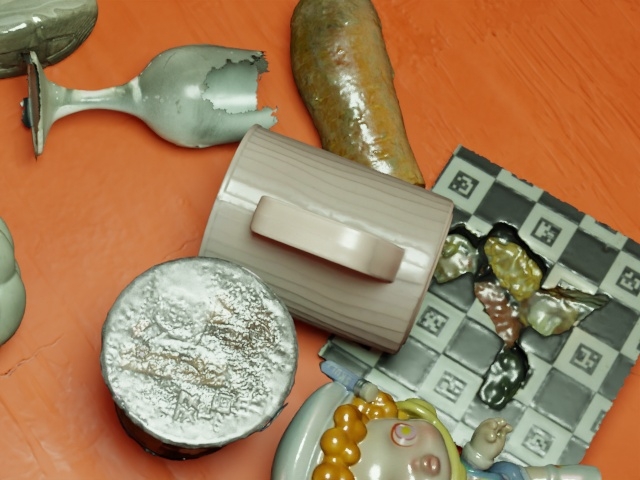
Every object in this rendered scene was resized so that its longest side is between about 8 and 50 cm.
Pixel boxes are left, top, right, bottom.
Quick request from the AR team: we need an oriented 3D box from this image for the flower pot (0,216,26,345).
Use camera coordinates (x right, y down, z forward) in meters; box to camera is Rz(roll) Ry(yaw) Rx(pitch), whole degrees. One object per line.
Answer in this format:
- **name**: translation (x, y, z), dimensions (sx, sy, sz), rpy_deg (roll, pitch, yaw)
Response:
- **flower pot**: translation (-0.457, 0.052, 1.365), dimensions (0.246, 0.195, 0.246), rpy_deg (4, 69, -11)

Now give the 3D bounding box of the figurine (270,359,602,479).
- **figurine**: translation (0.127, 0.305, 1.379), dimensions (0.381, 0.205, 0.225), rpy_deg (21, 63, -1)

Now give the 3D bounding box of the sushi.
- **sushi**: translation (0.233, 0.103, 1.556), dimensions (0.343, 0.064, 0.359), rpy_deg (31, 71, 11)

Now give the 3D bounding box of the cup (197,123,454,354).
- **cup**: translation (0.006, -0.015, 1.418), dimensions (0.273, 0.288, 0.208), rpy_deg (21, 62, 4)

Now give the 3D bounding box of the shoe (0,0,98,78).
- **shoe**: translation (-0.465, -0.312, 1.533), dimensions (0.342, 0.132, 0.211), rpy_deg (-15, 76, -13)

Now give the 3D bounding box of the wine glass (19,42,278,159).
- **wine glass**: translation (-0.217, -0.181, 1.533), dimensions (0.321, 0.143, 0.143), rpy_deg (-7, 71, -15)

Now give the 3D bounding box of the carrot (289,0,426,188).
- **carrot**: translation (0.042, -0.188, 1.588), dimensions (0.138, 0.139, 0.302), rpy_deg (-15, 76, -16)

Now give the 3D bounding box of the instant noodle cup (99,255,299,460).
- **instant noodle cup**: translation (-0.147, 0.151, 1.384), dimensions (0.217, 0.207, 0.218), rpy_deg (4, 69, -11)
